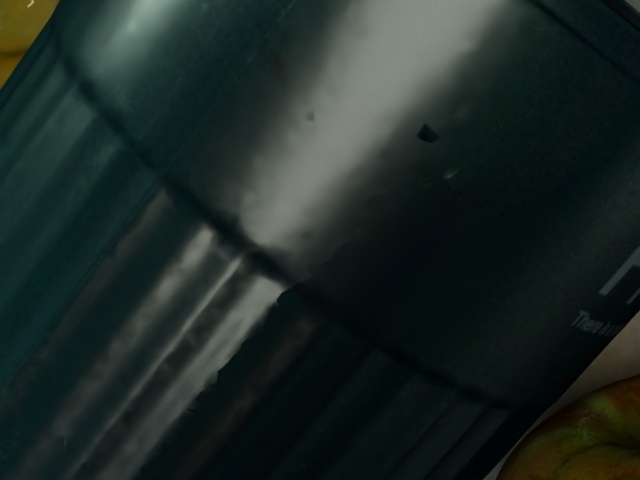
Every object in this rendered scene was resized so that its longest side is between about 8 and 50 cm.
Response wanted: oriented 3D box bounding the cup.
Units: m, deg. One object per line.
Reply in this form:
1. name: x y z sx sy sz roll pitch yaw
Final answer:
1. cup: -0.015 -0.010 0.688 0.242 0.308 0.292 36 102 -11

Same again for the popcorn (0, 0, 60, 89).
1. popcorn: -0.156 -0.155 0.772 0.250 0.190 0.250 8 104 35

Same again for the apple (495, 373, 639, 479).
1. apple: 0.164 0.148 0.743 0.196 0.196 0.196 1 96 13
